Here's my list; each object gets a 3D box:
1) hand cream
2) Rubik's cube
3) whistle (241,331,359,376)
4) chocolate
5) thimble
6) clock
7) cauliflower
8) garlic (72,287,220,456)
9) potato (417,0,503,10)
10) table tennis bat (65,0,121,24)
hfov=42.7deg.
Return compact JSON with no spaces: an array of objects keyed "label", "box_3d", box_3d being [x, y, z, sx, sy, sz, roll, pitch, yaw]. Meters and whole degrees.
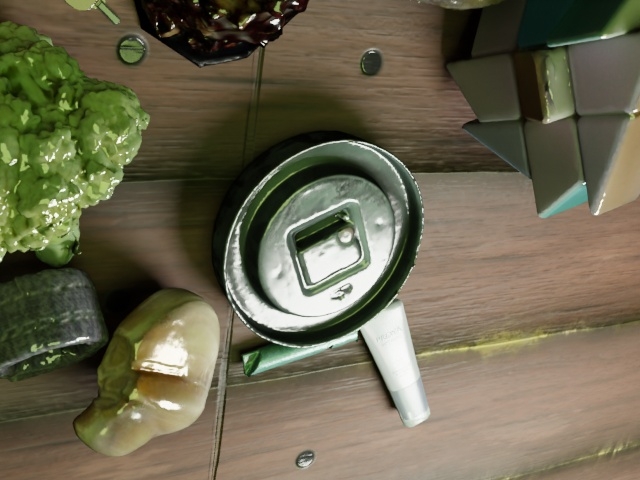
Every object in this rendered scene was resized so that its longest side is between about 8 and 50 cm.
[{"label":"hand cream","box_3d":[0.126,0.203,1.348,0.079,0.048,0.255,-29,124,-13]},{"label":"Rubik's cube","box_3d":[0.383,-0.238,1.097,0.358,0.387,0.368,-18,103,-27]},{"label":"whistle","box_3d":[-0.031,0.162,1.243,0.186,0.039,0.039,-15,120,-24]},{"label":"chocolate","box_3d":[-0.086,-0.296,0.897,0.206,0.177,0.224,30,95,-37]},{"label":"thimble","box_3d":[-0.331,0.099,0.966,0.150,0.150,0.097,-16,77,-23]},{"label":"clock","box_3d":[0.000,0.001,1.163,0.319,0.066,0.319,-13,119,-25]},{"label":"cauliflower","box_3d":[-0.338,-0.097,0.845,0.327,0.281,0.260,2,91,-4]},{"label":"garlic","box_3d":[-0.197,0.170,1.056,0.228,0.110,0.217,30,80,-75]},{"label":"potato","box_3d":[0.125,-0.385,1.035,0.261,0.120,0.100,20,59,-29]},{"label":"table tennis bat","box_3d":[-0.256,-0.273,0.913,0.050,0.007,0.083,-47,125,-2]}]
